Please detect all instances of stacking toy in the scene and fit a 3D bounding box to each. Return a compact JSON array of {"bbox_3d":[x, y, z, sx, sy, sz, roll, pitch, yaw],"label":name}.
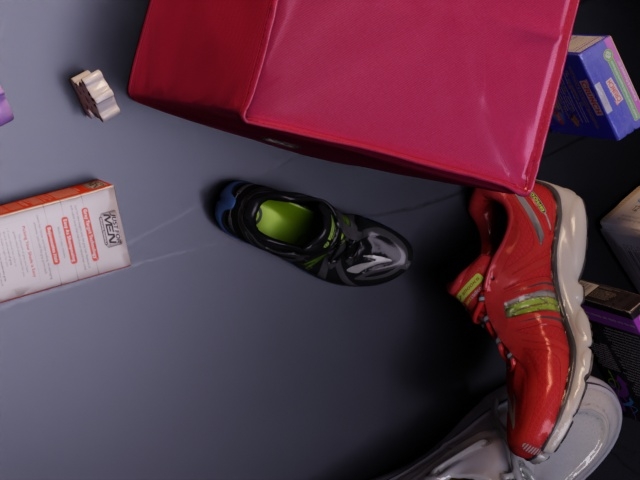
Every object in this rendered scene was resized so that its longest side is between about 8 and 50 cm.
[{"bbox_3d":[-0.277,-0.149,1.224,0.167,0.052,0.221,-32,109,-17],"label":"stacking toy"}]

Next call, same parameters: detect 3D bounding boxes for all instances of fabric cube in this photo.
[{"bbox_3d":[0.030,-0.192,1.245,0.254,0.258,0.259,14,92,-27],"label":"fabric cube"}]

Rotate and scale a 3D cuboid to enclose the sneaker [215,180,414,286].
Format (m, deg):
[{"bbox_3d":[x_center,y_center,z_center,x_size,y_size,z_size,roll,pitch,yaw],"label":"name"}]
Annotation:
[{"bbox_3d":[0.000,0.000,1.360,0.188,0.078,0.067,19,90,-27],"label":"sneaker"}]

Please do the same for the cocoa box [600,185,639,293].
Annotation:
[{"bbox_3d":[0.478,0.021,1.435,0.228,0.347,0.231,-41,112,-14],"label":"cocoa box"}]

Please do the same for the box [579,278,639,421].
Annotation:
[{"bbox_3d":[0.302,0.114,1.498,0.029,0.116,0.162,-36,112,-17],"label":"box"}]

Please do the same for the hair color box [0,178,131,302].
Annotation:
[{"bbox_3d":[-0.232,0.003,1.273,0.141,0.043,0.072,-16,104,-21],"label":"hair color box"}]

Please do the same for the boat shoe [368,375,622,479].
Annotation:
[{"bbox_3d":[0.148,0.236,1.423,0.367,0.156,0.136,-23,107,-20],"label":"boat shoe"}]

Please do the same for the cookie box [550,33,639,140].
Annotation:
[{"bbox_3d":[0.237,-0.141,1.431,0.040,0.107,0.092,-34,111,-16],"label":"cookie box"}]

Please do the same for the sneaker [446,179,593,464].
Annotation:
[{"bbox_3d":[0.168,0.068,1.404,0.118,0.107,0.279,12,58,-16],"label":"sneaker"}]
